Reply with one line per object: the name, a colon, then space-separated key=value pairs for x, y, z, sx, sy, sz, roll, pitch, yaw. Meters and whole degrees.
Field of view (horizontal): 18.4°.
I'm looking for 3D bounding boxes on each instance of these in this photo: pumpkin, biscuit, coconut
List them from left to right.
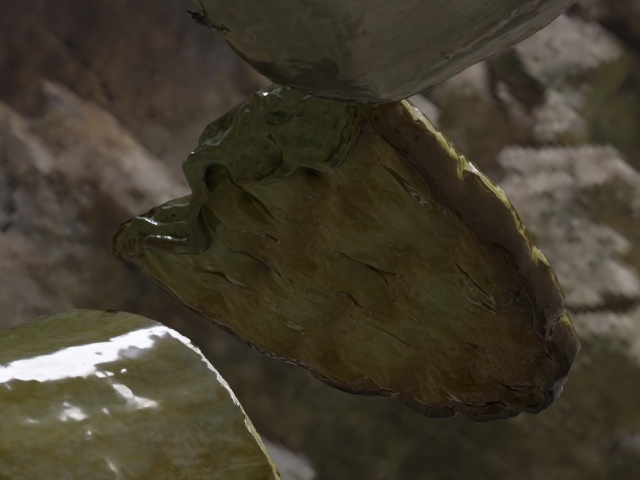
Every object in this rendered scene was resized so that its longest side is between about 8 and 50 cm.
pumpkin: x=-0.180 y=0.193 z=0.943 sx=0.199 sy=0.332 sz=0.332 roll=8 pitch=-59 yaw=-50
biscuit: x=0.000 y=0.000 z=1.242 sx=0.078 sy=0.335 sz=0.329 roll=-61 pitch=-35 yaw=-30
coconut: x=0.029 y=-0.131 z=0.641 sx=0.162 sy=0.161 sz=0.161 roll=-33 pitch=-9 yaw=18
